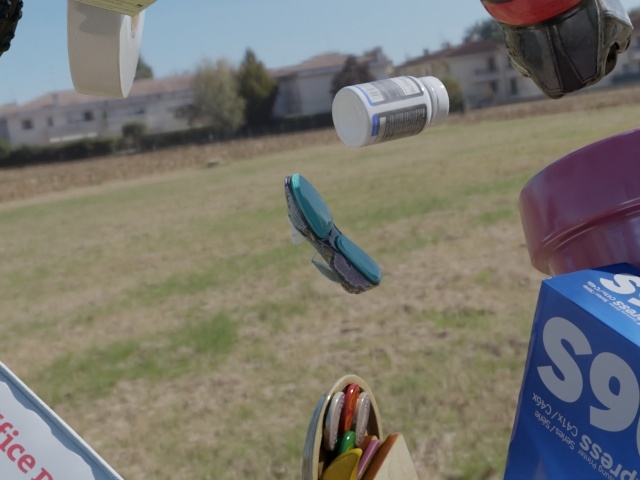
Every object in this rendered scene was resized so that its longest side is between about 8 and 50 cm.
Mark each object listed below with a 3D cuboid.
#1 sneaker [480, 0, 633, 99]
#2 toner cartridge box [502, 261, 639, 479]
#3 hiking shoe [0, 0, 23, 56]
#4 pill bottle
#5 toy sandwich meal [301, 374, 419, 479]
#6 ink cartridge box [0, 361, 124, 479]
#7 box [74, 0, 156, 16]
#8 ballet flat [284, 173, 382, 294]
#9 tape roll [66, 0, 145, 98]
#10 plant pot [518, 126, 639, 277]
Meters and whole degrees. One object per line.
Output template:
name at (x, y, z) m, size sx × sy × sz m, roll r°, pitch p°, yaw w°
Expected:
sneaker at (0.193, -0.201, 0.788) m, size 0.097 × 0.135 × 0.276 m, roll -18°, pitch 25°, yaw 23°
toner cartridge box at (0.238, 0.160, 0.501) m, size 0.075 × 0.165 × 0.348 m, roll -10°, pitch 28°, yaw -26°
hiking shoe at (-0.388, -0.270, 1.038) m, size 0.132 × 0.113 × 0.304 m, roll 22°, pitch 66°, yaw 30°
pill bottle at (0.091, -0.166, 1.226) m, size 0.137 × 0.078 × 0.078 m, roll -15°, pitch 10°, yaw -31°
toy sandwich meal at (0.020, 0.098, 0.404) m, size 0.029 × 0.085 × 0.085 m, roll -2°, pitch 9°, yaw 24°
ink cartridge box at (-0.355, 0.355, 0.953) m, size 0.279 × 0.160 × 0.384 m, roll 36°, pitch 73°, yaw 23°
box at (-0.175, -0.364, 0.930) m, size 0.117 × 0.213 × 0.243 m, roll 8°, pitch -12°, yaw -37°
ballet flat at (0.000, 0.000, 0.759) m, size 0.041 × 0.114 × 0.041 m, roll -38°, pitch 15°, yaw 12°
tape roll at (-0.285, -0.391, 1.349) m, size 0.072 × 0.392 × 0.392 m, roll 6°, pitch 6°, yaw -7°
plant pot at (0.257, 0.033, 0.683) m, size 0.201 × 0.180 × 0.201 m, roll -8°, pitch -18°, yaw -3°
